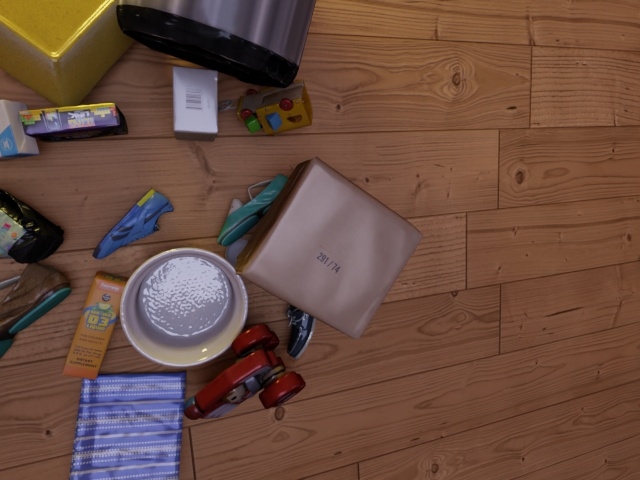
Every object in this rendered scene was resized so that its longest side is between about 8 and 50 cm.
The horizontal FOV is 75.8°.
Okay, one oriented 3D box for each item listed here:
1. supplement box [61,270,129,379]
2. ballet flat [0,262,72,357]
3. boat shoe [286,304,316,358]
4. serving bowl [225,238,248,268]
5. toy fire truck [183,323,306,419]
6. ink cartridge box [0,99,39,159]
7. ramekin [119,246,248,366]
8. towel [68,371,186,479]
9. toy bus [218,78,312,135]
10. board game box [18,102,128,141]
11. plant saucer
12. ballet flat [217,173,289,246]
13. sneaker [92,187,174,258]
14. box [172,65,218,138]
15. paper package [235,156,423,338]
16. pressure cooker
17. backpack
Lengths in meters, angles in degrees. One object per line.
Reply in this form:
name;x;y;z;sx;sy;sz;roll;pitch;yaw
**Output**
supplement box;-0.519;0.195;0.955;0.077;0.080;0.234;18;90;-22
ballet flat;-0.705;0.178;0.881;0.124;0.116;0.342;44;83;1
boat shoe;-0.047;0.188;1.106;0.079;0.095;0.255;22;89;-22
serving bowl;-0.207;0.040;1.060;0.083;0.027;0.084;7;75;-26
toy fire truck;-0.187;0.347;0.985;0.253;0.302;0.169;-33;71;-9
ink cartridge box;-0.676;-0.209;0.819;0.179;0.060;0.105;-9;101;5
ramekin;-0.321;0.145;0.985;0.276;0.135;0.278;-3;98;-19
towel;-0.457;0.491;0.979;0.242;0.040;0.337;5;75;-20
toy bus;-0.116;-0.310;1.002;0.191;0.202;0.104;-42;139;-16
board game box;-0.506;-0.244;0.862;0.170;0.141;0.048;-12;101;-16
plant saucer;-0.545;-0.489;0.802;0.332;0.081;0.333;36;70;-19
ballet flat;-0.172;-0.085;1.041;0.247;0.083;0.087;-37;78;-11
sneaker;-0.433;-0.024;0.958;0.209;0.069;0.082;-47;113;-7
box;-0.279;-0.296;0.916;0.090;0.170;0.130;-1;98;-17
paper package;0.017;0.016;0.970;0.324;0.168;0.310;32;91;-17
pressure cooker;-0.170;-0.552;0.795;0.375;0.369;0.421;-1;113;-51
backpack;-0.649;-0.034;0.846;0.182;0.152;0.115;39;75;-8
